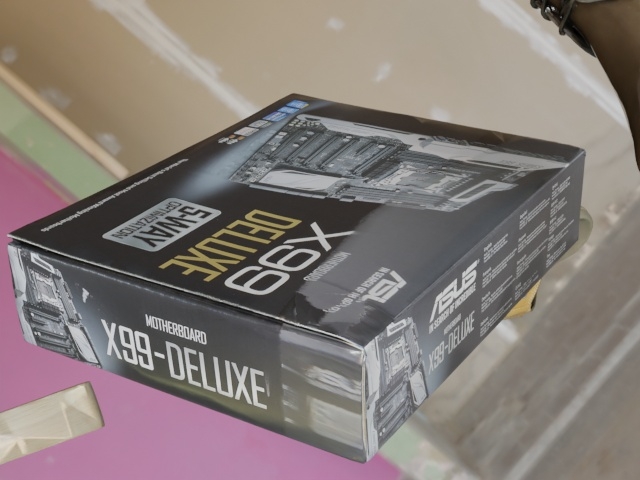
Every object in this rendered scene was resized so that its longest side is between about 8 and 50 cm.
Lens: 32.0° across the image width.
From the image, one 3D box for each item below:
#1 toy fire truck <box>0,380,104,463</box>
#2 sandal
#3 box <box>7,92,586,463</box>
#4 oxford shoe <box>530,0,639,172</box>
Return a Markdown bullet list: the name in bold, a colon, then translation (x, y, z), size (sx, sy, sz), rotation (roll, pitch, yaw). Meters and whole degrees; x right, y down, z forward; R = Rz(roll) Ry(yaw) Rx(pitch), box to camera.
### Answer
- **toy fire truck**: translation (-0.321, 0.127, 0.897), size (0.159, 0.217, 0.246), rotation (4, 14, 36)
- **sandal**: translation (0.160, 0.030, 0.883), size (0.180, 0.049, 0.072), rotation (-30, -33, -26)
- **box**: translation (0.000, 0.000, 0.713), size (0.307, 0.242, 0.076), rotation (-34, -49, -49)
- **oxford shoe**: translation (0.142, -0.121, 0.561), size (0.083, 0.096, 0.227), rotation (104, 159, -64)
